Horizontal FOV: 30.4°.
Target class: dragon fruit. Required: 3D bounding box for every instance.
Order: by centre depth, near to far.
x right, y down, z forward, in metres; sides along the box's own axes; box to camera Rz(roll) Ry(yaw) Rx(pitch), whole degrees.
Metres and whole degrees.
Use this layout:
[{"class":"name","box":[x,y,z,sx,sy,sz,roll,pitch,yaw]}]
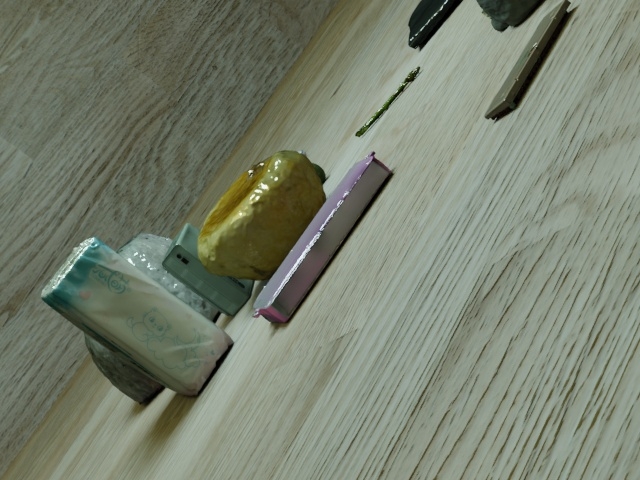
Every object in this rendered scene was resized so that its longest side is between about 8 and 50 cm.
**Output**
[{"class":"dragon fruit","box":[-0.327,0.136,2.098,0.283,0.221,0.204,-42,9,35]}]

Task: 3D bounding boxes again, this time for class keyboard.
[{"class":"keyboard","box":[0.238,-0.204,1.334,0.166,0.017,0.055,-57,7,-25]}]

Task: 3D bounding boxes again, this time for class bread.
[{"class":"bread","box":[-0.084,-0.033,1.840,0.244,0.134,0.244,-47,11,12]}]

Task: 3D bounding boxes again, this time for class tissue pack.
[{"class":"tissue pack","box":[-0.284,0.118,1.805,0.124,0.271,0.201,-54,11,-11]}]

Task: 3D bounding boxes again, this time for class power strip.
[{"class":"power strip","box":[0.000,0.000,1.615,0.279,0.037,0.109,-55,10,-12]}]

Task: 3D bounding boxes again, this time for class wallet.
[{"class":"wallet","box":[0.211,-0.434,2.182,0.146,0.030,0.285,-52,9,16]}]

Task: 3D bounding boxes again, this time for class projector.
[{"class":"projector","box":[-0.185,0.050,1.946,0.061,0.147,0.115,-49,11,18]}]

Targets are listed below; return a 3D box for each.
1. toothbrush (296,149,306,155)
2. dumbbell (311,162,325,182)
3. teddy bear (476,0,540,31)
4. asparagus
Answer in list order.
[{"class":"toothbrush","box":[-0.104,-0.139,2.570,0.029,0.024,0.354,-65,15,-20]},{"class":"dumbbell","box":[-0.027,-0.085,1.994,0.052,0.046,0.118,-39,16,33]},{"class":"teddy bear","box":[0.228,-0.415,1.537,0.171,0.251,0.144,-32,19,23]},{"class":"asparagus","box":[0.112,-0.229,1.964,0.166,0.013,0.016,-46,-30,26]}]
